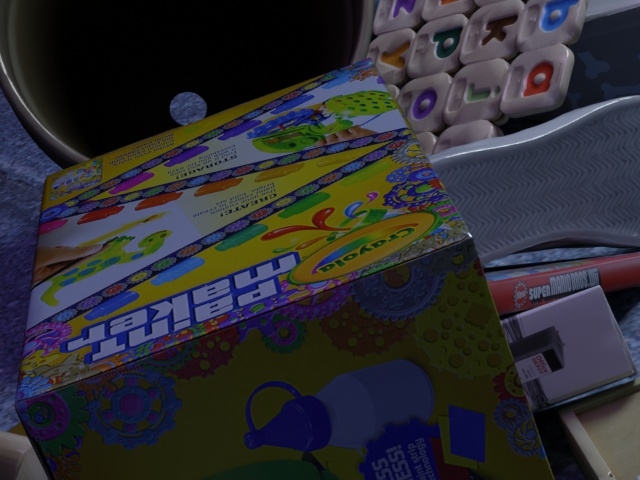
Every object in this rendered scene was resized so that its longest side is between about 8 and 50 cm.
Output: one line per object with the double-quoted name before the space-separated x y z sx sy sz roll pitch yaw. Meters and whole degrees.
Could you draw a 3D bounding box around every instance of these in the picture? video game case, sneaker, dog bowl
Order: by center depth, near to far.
"video game case" 0.063 0.037 1.155 0.204 0.025 0.285 -6 1 35
"sneaker" 0.144 -0.039 1.271 0.292 0.108 0.169 -8 4 -24
"dog bowl" 0.293 -0.215 1.634 0.348 0.102 0.349 -19 19 7

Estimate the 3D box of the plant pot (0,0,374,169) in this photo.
"plant pot" -0.121 -0.161 1.603 0.323 0.323 0.280 -24 -12 -8

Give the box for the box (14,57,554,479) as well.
"box" 0.005 0.110 0.798 0.177 0.290 0.279 -20 20 1

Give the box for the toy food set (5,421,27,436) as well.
"toy food set" -0.166 0.144 1.231 0.128 0.071 0.218 -43 15 10

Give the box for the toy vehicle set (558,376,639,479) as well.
"toy vehicle set" 0.232 0.123 0.908 0.166 0.035 0.267 -21 20 0

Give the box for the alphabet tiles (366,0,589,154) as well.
"alphabet tiles" 0.127 -0.167 1.536 0.278 0.021 0.284 -10 59 52

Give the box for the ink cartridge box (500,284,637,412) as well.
"ink cartridge box" 0.112 0.077 1.065 0.135 0.056 0.099 -21 -8 4

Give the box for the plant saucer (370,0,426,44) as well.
"plant saucer" 0.163 -0.291 1.888 0.317 0.044 0.317 -28 0 0

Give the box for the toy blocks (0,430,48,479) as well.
"toy blocks" -0.367 0.117 1.044 0.260 0.309 0.288 7 49 41
